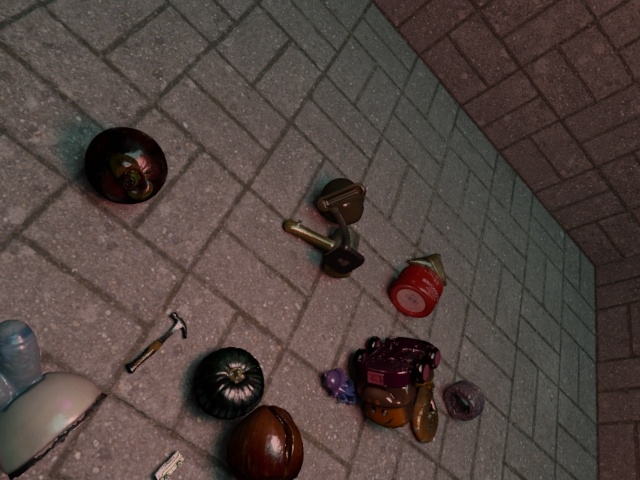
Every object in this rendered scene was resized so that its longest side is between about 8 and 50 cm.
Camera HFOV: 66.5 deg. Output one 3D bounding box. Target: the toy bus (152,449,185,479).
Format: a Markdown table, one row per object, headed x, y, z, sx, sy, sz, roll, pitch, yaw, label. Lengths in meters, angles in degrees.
| x | y | z | sx | sy | sz | roll | pitch | yaw | label |
| --- | --- | --- | --- | --- | --- | --- | --- | --- | --- |
| -0.383 | 0.574 | 1.230 | 0.037 | 0.031 | 0.083 | 51 | 46 | -2 | toy bus |

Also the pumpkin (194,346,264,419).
| x | y | z | sx | sy | sz | roll | pitch | yaw | label |
| --- | --- | --- | --- | --- | --- | --- | --- | --- | --- |
| -0.249 | 0.391 | 1.344 | 0.201 | 0.140 | 0.202 | 14 | 50 | -18 | pumpkin |

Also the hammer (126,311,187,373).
| x | y | z | sx | sy | sz | roll | pitch | yaw | label |
| --- | --- | --- | --- | --- | --- | --- | --- | --- | --- |
| -0.438 | 0.284 | 1.318 | 0.078 | 0.021 | 0.201 | 52 | 47 | -10 | hammer |

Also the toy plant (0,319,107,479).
| x | y | z | sx | sy | sz | roll | pitch | yaw | label |
| --- | --- | --- | --- | --- | --- | --- | --- | --- | --- |
| -0.644 | 0.286 | 1.001 | 0.332 | 0.247 | 0.247 | 51 | 47 | -9 | toy plant |

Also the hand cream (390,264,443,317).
| x | y | z | sx | sy | sz | roll | pitch | yaw | label |
| --- | --- | --- | --- | --- | --- | --- | --- | --- | --- |
| 0.385 | 0.206 | 1.960 | 0.193 | 0.193 | 0.125 | 50 | 50 | -13 | hand cream |

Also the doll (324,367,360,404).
| x | y | z | sx | sy | sz | roll | pitch | yaw | label |
| --- | --- | --- | --- | --- | --- | --- | --- | --- | --- |
| 0.073 | 0.496 | 1.647 | 0.206 | 0.067 | 0.110 | 46 | 33 | -31 | doll |

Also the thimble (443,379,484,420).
| x | y | z | sx | sy | sz | roll | pitch | yaw | label |
| --- | --- | --- | --- | --- | --- | --- | --- | --- | --- |
| 0.580 | 0.643 | 1.967 | 0.097 | 0.150 | 0.150 | -12 | 80 | -41 | thimble |

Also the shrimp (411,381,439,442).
| x | y | z | sx | sy | sz | roll | pitch | yaw | label |
| --- | --- | --- | --- | --- | --- | --- | --- | --- | --- |
| 0.419 | 0.637 | 1.886 | 0.152 | 0.062 | 0.287 | 38 | 53 | -25 | shrimp |

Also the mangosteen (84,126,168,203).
| x | y | z | sx | sy | sz | roll | pitch | yaw | label |
| --- | --- | --- | --- | --- | --- | --- | --- | --- | --- |
| -0.529 | -0.203 | 1.321 | 0.216 | 0.216 | 0.216 | 18 | 60 | -35 | mangosteen |

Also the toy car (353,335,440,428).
| x | y | z | sx | sy | sz | roll | pitch | yaw | label |
| --- | --- | --- | --- | --- | --- | --- | --- | --- | --- |
| 0.268 | 0.487 | 1.709 | 0.340 | 0.271 | 0.241 | -18 | 107 | -53 | toy car |

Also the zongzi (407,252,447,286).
| x | y | z | sx | sy | sz | roll | pitch | yaw | label |
| --- | --- | --- | --- | --- | --- | --- | --- | --- | --- |
| 0.473 | 0.146 | 2.152 | 0.176 | 0.078 | 0.160 | -11 | 79 | -33 | zongzi |

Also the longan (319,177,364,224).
| x | y | z | sx | sy | sz | roll | pitch | yaw | label |
| --- | --- | --- | --- | --- | --- | --- | --- | --- | --- |
| 0.081 | -0.145 | 1.867 | 0.189 | 0.189 | 0.189 | 18 | 60 | -35 | longan |

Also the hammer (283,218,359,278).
| x | y | z | sx | sy | sz | roll | pitch | yaw | label |
| --- | --- | --- | --- | --- | --- | --- | --- | --- | --- |
| 0.000 | 0.000 | 1.790 | 0.305 | 0.113 | 0.202 | 29 | 51 | -18 | hammer |

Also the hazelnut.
| x | y | z | sx | sy | sz | roll | pitch | yaw | label |
| --- | --- | --- | --- | --- | --- | --- | --- | --- | --- |
| -0.152 | 0.557 | 1.323 | 0.217 | 0.234 | 0.218 | -1 | 58 | 1 | hazelnut |

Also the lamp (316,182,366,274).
| x | y | z | sx | sy | sz | roll | pitch | yaw | label |
| --- | --- | --- | --- | --- | --- | --- | --- | --- | --- |
| 0.102 | -0.047 | 1.695 | 0.124 | 0.203 | 0.284 | 23 | 49 | -40 | lamp |
